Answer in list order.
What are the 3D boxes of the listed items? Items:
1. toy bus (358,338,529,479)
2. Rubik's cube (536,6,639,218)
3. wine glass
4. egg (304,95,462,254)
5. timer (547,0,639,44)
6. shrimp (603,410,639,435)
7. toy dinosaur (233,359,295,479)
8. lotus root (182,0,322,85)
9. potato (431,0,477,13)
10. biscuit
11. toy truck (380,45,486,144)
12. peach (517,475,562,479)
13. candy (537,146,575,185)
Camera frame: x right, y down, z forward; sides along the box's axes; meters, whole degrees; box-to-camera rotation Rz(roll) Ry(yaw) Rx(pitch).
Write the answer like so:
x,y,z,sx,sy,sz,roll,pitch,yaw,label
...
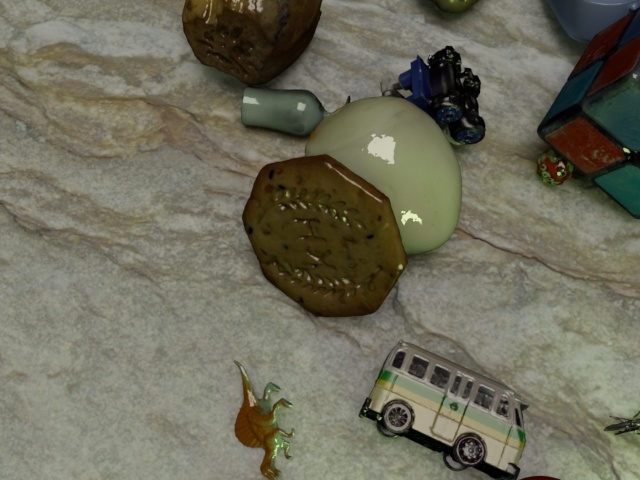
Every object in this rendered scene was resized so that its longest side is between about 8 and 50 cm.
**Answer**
x,y,z,sx,sy,sz,roll,pitch,yaw,label
0.243,0.325,1.465,0.305,0.143,0.179,24,71,8,toy bus
0.688,-0.275,1.535,0.316,0.318,0.313,38,70,-7,Rubik's cube
-0.054,-0.282,1.689,0.231,0.103,0.103,8,71,6,wine glass
0.137,-0.127,1.546,0.283,0.283,0.345,-43,101,-14,egg
0.693,-0.649,1.759,0.395,0.173,0.395,-4,59,6,timer
0.711,0.371,1.455,0.372,0.137,0.172,-10,55,-6,shrimp
-0.122,0.350,1.505,0.212,0.057,0.142,38,94,23,toy dinosaur
-0.156,-0.497,1.646,0.316,0.316,0.250,18,61,5,lotus root
0.322,-0.618,1.791,0.200,0.137,0.154,-35,75,-11,potato
0.000,0.001,1.492,0.359,0.359,0.046,35,41,10,biscuit
0.245,-0.291,1.652,0.177,0.213,0.161,-19,56,31,toy truck
0.393,0.530,1.334,0.274,0.248,0.245,44,38,-25,peach
0.573,-0.232,1.704,0.078,0.084,0.288,41,67,3,candy
